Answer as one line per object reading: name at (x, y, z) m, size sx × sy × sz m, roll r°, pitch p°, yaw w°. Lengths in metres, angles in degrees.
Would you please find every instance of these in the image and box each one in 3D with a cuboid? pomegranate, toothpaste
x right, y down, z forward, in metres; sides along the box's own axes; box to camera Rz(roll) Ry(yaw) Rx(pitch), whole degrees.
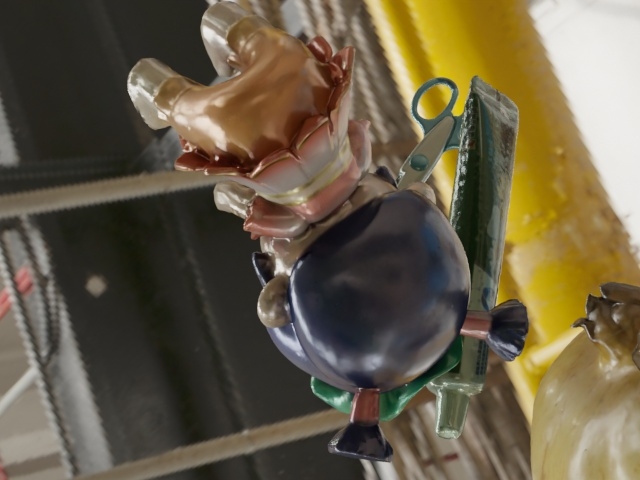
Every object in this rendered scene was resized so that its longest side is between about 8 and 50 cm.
pomegranate at (0.324, 0.169, 1.230) m, size 0.343 × 0.342 × 0.342 m, roll 15°, pitch -121°, yaw -26°
toothpaste at (0.085, 0.010, 0.824) m, size 0.049 × 0.032 × 0.204 m, roll 26°, pitch -113°, yaw -45°

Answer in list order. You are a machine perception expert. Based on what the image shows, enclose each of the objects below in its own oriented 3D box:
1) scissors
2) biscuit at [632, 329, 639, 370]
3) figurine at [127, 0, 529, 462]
scissors at (0.063, -0.048, 0.912) m, size 0.058 × 0.014 × 0.119 m, roll 30°, pitch -110°, yaw 12°
biscuit at (0.330, 0.104, 0.782) m, size 0.351 × 0.394 × 0.070 m, roll 14°, pitch -94°, yaw -7°
figurine at (0.000, 0.000, 0.636) m, size 0.111 × 0.102 × 0.195 m, roll -41°, pitch -57°, yaw -12°
